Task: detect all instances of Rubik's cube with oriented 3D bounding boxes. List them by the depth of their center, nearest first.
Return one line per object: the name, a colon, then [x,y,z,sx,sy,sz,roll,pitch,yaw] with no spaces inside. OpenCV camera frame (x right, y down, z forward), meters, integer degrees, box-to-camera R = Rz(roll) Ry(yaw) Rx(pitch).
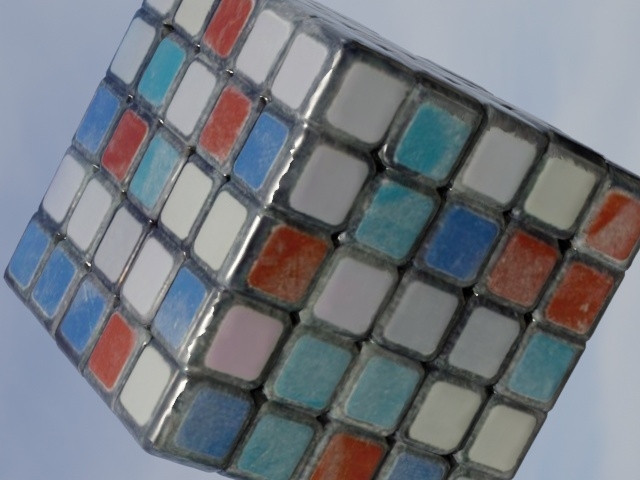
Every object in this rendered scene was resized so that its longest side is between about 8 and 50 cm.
Rubik's cube: [0.000,0.000,1.310,0.292,0.293,0.287,22,-81,-32]
